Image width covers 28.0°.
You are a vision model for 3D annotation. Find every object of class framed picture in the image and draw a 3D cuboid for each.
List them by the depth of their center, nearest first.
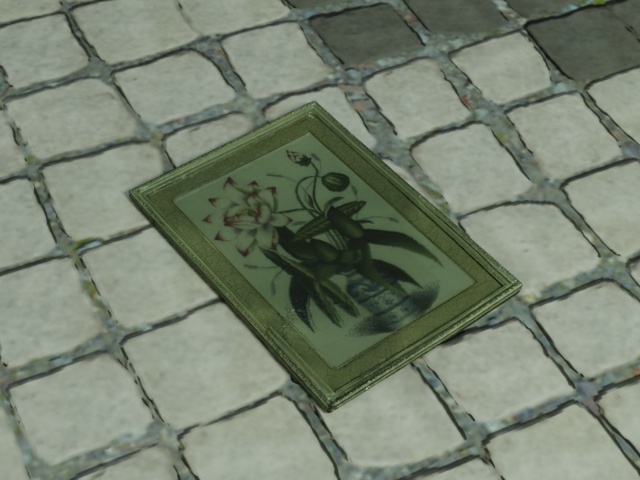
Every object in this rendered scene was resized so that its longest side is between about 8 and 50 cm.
[{"bbox_3d":[0.000,0.000,0.885,0.173,0.010,0.231,-30,57,-27],"label":"framed picture"}]
